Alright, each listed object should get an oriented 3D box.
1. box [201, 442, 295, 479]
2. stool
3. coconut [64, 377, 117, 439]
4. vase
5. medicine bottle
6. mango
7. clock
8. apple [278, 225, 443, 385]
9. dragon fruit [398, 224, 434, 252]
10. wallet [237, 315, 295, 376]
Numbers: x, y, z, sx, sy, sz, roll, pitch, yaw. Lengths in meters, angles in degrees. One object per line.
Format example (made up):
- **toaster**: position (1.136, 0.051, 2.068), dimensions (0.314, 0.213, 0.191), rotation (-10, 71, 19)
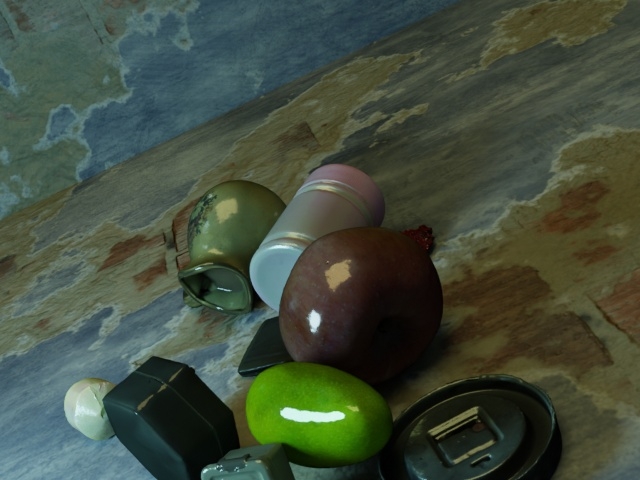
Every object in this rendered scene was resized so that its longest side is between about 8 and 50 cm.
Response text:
- **box**: position (-0.092, 0.391, 1.505), dimensions (0.124, 0.172, 0.093), rotation (-13, 13, 23)
- **stool**: position (-0.257, 0.318, 1.724), dimensions (0.232, 0.232, 0.141), rotation (7, 43, 49)
- **coconut**: position (-0.446, 0.335, 1.981), dimensions (0.116, 0.116, 0.122), rotation (-37, 22, -22)
- **vase**: position (-0.221, 0.045, 2.250), dimensions (0.329, 0.241, 0.302), rotation (-40, 23, 48)
- **medicine bottle**: position (0.000, 0.000, 2.103), dimensions (0.202, 0.202, 0.316), rotation (-9, 30, 32)
- **mango**: position (-0.003, 0.273, 1.554), dimensions (0.343, 0.192, 0.156), rotation (-17, 45, 60)
- **clock**: position (0.224, 0.311, 1.482), dimensions (0.280, 0.055, 0.280), rotation (-20, 26, 10)
- **apple**: position (0.065, 0.109, 1.738), dimensions (0.305, 0.306, 0.235), rotation (-34, 42, -17)
- **dragon fruit**: position (0.184, 0.016, 2.100), dimensions (0.097, 0.063, 0.131), rotation (23, 45, 15)
- **wallet**: position (-0.045, 0.192, 1.946), dimensions (0.245, 0.052, 0.168), rotation (-13, 36, 32)
